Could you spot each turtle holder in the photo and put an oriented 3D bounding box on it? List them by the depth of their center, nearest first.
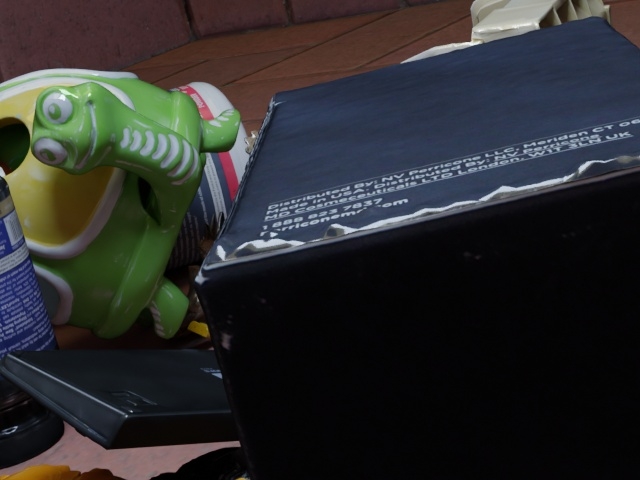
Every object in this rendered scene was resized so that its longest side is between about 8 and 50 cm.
[{"bbox_3d":[-0.214,-0.035,1.247,0.227,0.243,0.320,19,11,-14],"label":"turtle holder"}]

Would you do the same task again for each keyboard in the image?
[{"bbox_3d":[-0.021,0.108,0.869,0.201,0.033,0.317,19,9,38],"label":"keyboard"}]

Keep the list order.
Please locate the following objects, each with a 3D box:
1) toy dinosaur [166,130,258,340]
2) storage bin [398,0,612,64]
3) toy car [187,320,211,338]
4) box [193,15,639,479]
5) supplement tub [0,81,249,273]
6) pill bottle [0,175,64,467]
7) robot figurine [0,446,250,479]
[{"bbox_3d":[0.000,0.000,1.327,0.295,0.127,0.200,-3,-25,-22],"label":"toy dinosaur"},{"bbox_3d":[0.161,-0.062,1.112,0.123,0.260,0.262,-4,18,21],"label":"storage bin"},{"bbox_3d":[-0.054,0.063,1.250,0.122,0.060,0.040,3,-10,31],"label":"toy car"},{"bbox_3d":[0.086,0.083,0.579,0.182,0.296,0.294,-13,15,5],"label":"box"},{"bbox_3d":[-0.214,-0.048,1.523,0.272,0.191,0.191,-19,16,-18],"label":"supplement tub"},{"bbox_3d":[-0.278,0.065,1.123,0.122,0.219,0.123,-13,15,4],"label":"pill bottle"},{"bbox_3d":[-0.148,0.192,0.810,0.291,0.085,0.211,-6,17,30],"label":"robot figurine"}]
